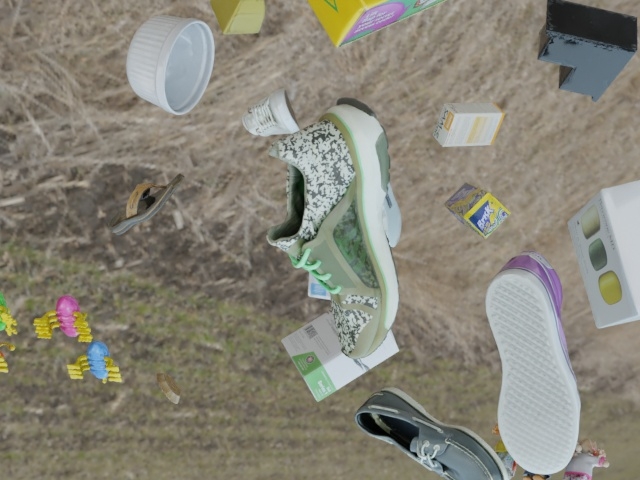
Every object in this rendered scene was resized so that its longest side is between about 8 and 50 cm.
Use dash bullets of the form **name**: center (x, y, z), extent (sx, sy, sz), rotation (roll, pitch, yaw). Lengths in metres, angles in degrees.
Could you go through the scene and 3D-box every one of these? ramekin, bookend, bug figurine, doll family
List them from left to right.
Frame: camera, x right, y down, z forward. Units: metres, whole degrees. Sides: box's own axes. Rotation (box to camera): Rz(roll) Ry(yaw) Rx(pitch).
- **bug figurine**: center (-0.462, 0.159, 1.441), extent (0.279, 0.072, 0.216), rotation (6, 138, -1)
- **ramekin**: center (-0.326, -0.385, 1.887), extent (0.207, 0.109, 0.207), rotation (20, 90, -74)
- **doll family**: center (0.418, 0.403, 1.707), extent (0.263, 0.118, 0.163), rotation (-11, -147, 44)
- **bookend**: center (0.434, -0.323, 1.505), extent (0.156, 0.072, 0.157), rotation (11, 155, -4)

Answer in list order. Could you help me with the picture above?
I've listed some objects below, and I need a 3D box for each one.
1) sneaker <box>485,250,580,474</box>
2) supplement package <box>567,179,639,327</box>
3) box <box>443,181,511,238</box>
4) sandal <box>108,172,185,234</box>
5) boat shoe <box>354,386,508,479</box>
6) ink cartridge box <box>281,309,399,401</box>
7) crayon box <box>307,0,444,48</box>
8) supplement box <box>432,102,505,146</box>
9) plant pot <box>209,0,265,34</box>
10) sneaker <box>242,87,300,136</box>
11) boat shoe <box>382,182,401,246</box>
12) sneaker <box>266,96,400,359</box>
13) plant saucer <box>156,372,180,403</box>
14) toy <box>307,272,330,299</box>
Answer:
- **sneaker**: center (0.290, 0.151, 1.149), extent (0.102, 0.282, 0.161), rotation (-2, -165, 23)
- **supplement package**: center (0.536, 0.015, 1.396), extent (0.198, 0.199, 0.263), rotation (-13, 170, 2)
- **box**: center (0.255, -0.052, 1.449), extent (0.059, 0.054, 0.169), rotation (-45, -172, 5)
- **sandal**: center (-0.357, -0.079, 1.744), extent (0.219, 0.090, 0.060), rotation (-23, 117, 38)
- **boat shoe**: center (0.196, 0.383, 1.618), extent (0.099, 0.319, 0.116), rotation (-16, 125, -42)
- **ink cartridge box**: center (0.044, 0.235, 1.979), extent (0.219, 0.160, 0.092), rotation (-30, 123, -6)
- **crayon box**: center (0.094, -0.445, 1.067), extent (0.363, 0.313, 0.106), rotation (-29, 177, -26)
- **supplement box**: center (0.235, -0.185, 1.395), extent (0.098, 0.036, 0.062), rotation (-4, 131, -27)
- **plant pot**: center (-0.151, -0.453, 1.676), extent (0.081, 0.081, 0.083), rotation (-11, 158, -33)
- **sneaker**: center (-0.121, -0.285, 2.073), extent (0.123, 0.106, 0.290), rotation (-20, -177, -3)
- **boat shoe**: center (0.145, -0.081, 2.176), extent (0.078, 0.070, 0.219), rotation (-48, 133, -41)
- **sneaker**: center (0.000, 0.000, 1.315), extent (0.182, 0.158, 0.410), rotation (-16, 113, -23)
- **plant saucer**: center (-0.343, 0.333, 2.002), extent (0.015, 0.083, 0.083), rotation (-34, 156, 3)
- **toy**: center (0.053, -0.001, 1.724), extent (0.137, 0.237, 0.056), rotation (11, 161, -24)
